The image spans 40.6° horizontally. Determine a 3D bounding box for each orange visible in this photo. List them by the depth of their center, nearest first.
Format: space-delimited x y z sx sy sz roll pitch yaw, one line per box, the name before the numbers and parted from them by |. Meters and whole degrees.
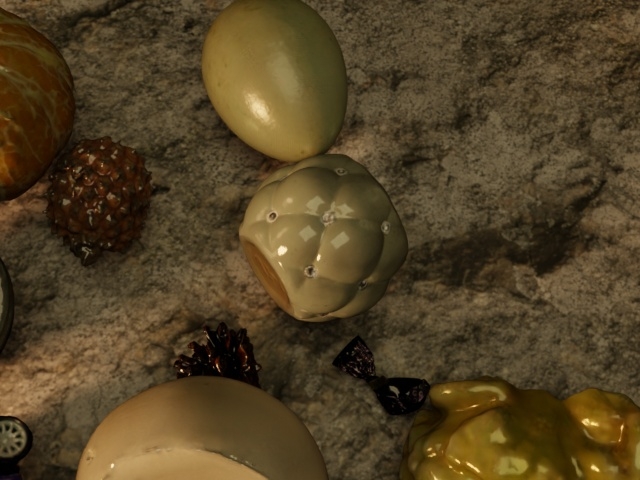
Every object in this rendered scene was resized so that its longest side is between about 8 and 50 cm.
orange | -0.515 -0.186 1.234 0.329 0.249 0.329 1 59 -2

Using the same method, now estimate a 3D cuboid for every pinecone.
pinecone | -0.145 0.185 1.233 0.121 0.140 0.140 -18 74 -3

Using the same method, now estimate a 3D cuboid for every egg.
egg | -0.066 -0.246 1.335 0.219 0.218 0.295 -15 63 -12

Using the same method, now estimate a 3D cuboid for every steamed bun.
steamed bun | -0.148 0.321 1.113 0.324 0.206 0.324 1 112 3

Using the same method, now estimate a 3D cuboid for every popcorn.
popcorn | 0.276 0.327 1.161 0.334 0.292 0.293 -4 77 -4

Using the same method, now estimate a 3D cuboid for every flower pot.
flower pot | 0.000 0.000 1.260 0.195 0.246 0.246 -32 78 -18

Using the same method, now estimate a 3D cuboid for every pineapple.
pineapple | -0.330 -0.051 1.272 0.166 0.166 0.193 6 67 -6

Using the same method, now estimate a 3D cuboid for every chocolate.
chocolate | 0.091 0.207 1.294 0.147 0.070 0.072 36 99 6

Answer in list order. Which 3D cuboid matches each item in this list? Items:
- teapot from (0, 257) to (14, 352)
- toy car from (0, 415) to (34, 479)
teapot | -0.565 0.087 1.155 0.322 0.239 0.239 24 69 -4
toy car | -0.442 0.337 1.092 0.158 0.172 0.235 -15 70 -37
